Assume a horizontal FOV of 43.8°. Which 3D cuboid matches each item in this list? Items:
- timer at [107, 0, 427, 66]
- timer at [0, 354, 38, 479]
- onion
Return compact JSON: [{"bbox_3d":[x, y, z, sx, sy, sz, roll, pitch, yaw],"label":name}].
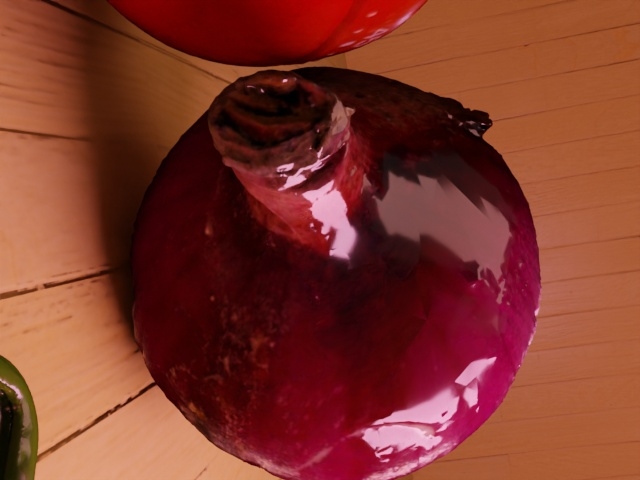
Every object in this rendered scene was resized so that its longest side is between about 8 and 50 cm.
[{"bbox_3d":[-0.050,-0.307,0.533,0.378,0.279,0.378,34,-47,46],"label":"timer"},{"bbox_3d":[-0.173,0.108,0.342,0.128,0.047,0.140,62,22,-57],"label":"timer"},{"bbox_3d":[0.000,0.000,0.603,0.385,0.347,0.348,68,16,-64],"label":"onion"}]
